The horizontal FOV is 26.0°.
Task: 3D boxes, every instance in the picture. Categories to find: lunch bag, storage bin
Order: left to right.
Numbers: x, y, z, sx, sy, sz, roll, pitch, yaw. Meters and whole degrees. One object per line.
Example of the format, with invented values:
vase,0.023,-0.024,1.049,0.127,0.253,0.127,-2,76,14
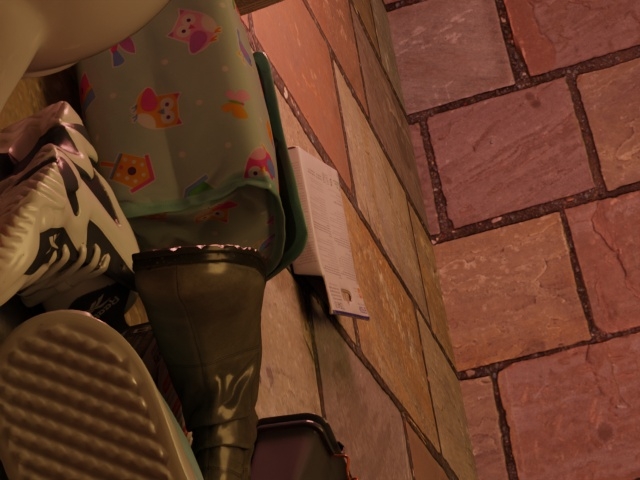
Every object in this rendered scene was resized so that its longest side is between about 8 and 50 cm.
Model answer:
lunch bag,-0.108,-0.078,1.186,0.262,0.160,0.223,76,0,-69
storage bin,-0.017,0.251,1.361,0.091,0.098,0.135,-69,144,-53

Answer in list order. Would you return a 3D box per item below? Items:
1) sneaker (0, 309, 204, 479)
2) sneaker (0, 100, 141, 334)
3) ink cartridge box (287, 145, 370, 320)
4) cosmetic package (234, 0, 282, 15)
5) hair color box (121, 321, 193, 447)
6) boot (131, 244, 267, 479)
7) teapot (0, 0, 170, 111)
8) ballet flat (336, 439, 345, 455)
sneaker,-0.100,0.222,0.855,0.150,0.135,0.366,89,-15,-80
sneaker,-0.171,0.019,0.903,0.153,0.094,0.235,60,6,-23
ink cartridge box,0.000,0.000,1.852,0.223,0.045,0.224,24,53,-75
cosmetic package,-0.124,-0.331,1.436,0.296,0.153,0.129,22,52,-77
hair color box,-0.123,0.156,1.061,0.093,0.053,0.167,-69,144,-68
boot,-0.071,0.102,0.941,0.246,0.083,0.161,76,10,-72
teapot,-0.196,-0.191,0.842,0.252,0.187,0.256,42,43,16
ballet flat,-0.015,0.215,1.472,0.057,0.049,0.173,49,-2,21
